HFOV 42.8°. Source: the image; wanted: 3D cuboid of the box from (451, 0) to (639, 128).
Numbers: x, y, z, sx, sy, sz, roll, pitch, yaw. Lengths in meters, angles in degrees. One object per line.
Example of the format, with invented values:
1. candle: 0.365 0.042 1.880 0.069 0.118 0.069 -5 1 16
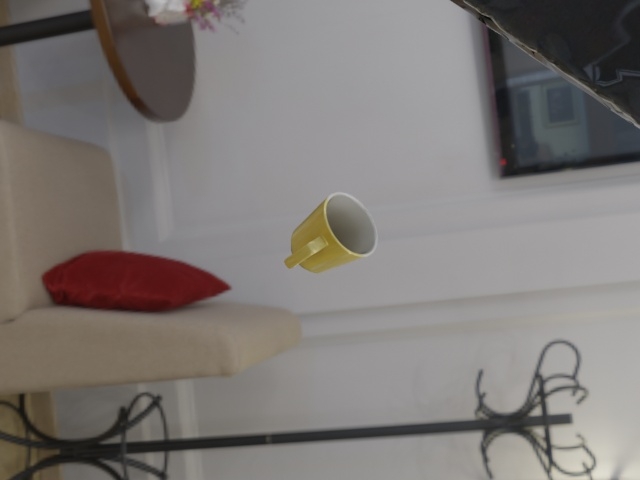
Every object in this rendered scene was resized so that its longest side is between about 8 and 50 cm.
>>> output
1. box: 0.307 -0.311 0.486 0.480 0.297 0.472 -5 131 -54

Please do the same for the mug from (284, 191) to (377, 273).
1. mug: 0.001 -0.003 0.718 0.078 0.064 0.062 13 57 -41
